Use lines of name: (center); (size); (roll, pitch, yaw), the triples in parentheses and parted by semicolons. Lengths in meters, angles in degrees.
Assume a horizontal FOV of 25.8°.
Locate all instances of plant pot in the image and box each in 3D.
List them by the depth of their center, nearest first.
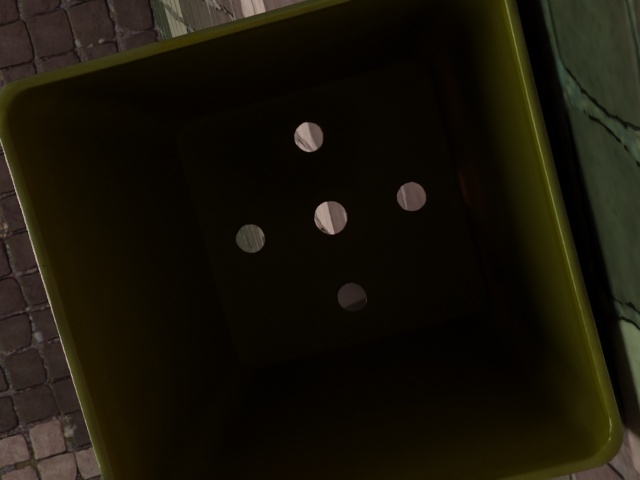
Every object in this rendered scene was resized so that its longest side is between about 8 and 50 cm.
plant pot: (0.000, 0.000, 0.651); (0.187, 0.212, 0.212); (-73, -32, -81)

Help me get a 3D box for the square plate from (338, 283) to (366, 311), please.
square plate: (0.013, 0.177, 0.940); (0.344, 0.049, 0.347); (-14, -90, -65)
